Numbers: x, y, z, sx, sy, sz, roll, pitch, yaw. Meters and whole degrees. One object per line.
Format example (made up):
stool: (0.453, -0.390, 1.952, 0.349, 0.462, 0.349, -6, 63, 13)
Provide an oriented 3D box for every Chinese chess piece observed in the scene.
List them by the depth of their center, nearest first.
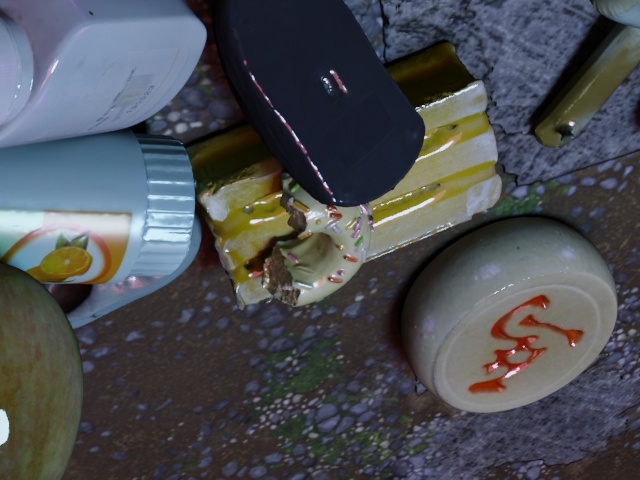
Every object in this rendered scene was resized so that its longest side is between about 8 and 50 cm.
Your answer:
Chinese chess piece: (0.229, 0.093, 1.953, 0.273, 0.102, 0.273, -15, 139, -13)

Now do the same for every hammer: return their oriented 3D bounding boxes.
hammer: (0.317, -0.202, 1.707, 0.202, 0.113, 0.305, 10, 136, -31)

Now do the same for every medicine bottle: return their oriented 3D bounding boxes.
medicine bottle: (-0.229, -0.150, 1.359, 0.161, 0.111, 0.296, -45, 169, 27)
medicine bottle: (-0.285, -0.038, 1.505, 0.318, 0.158, 0.158, 2, 132, -29)

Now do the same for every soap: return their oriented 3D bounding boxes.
soap: (0.026, -0.067, 1.692, 0.315, 0.091, 0.199, -24, 140, -4)

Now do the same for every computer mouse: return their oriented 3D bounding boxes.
computer mouse: (-0.014, -0.154, 1.543, 0.137, 0.086, 0.269, -42, 112, -16)

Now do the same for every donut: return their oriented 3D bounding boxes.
donut: (0.004, -0.003, 1.629, 0.108, 0.065, 0.166, -9, 136, -20)

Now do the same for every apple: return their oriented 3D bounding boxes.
apple: (-0.333, 0.142, 1.407, 0.257, 0.234, 0.257, -3, 161, -1)

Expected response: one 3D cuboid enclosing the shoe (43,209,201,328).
shoe: (-0.215, 0.022, 1.661, 0.195, 0.079, 0.078, -32, 153, 14)
